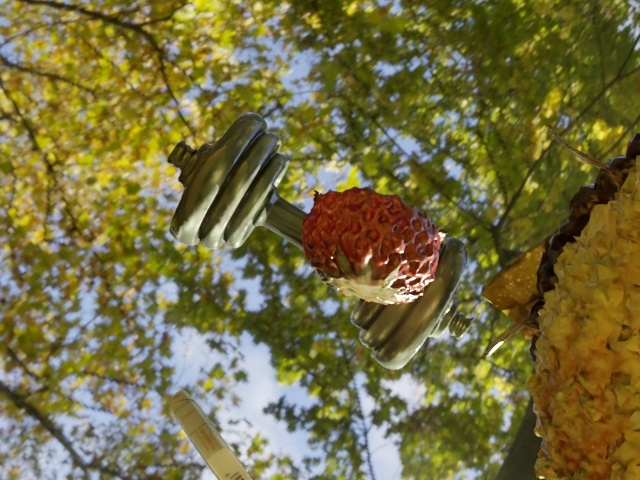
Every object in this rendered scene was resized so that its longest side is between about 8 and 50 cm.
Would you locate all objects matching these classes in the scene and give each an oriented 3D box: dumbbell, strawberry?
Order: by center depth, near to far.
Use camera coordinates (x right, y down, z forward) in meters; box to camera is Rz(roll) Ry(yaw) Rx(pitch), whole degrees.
[{"bbox_3d":[0.045,0.009,0.952,0.145,0.086,0.145,17,-17,5],"label":"strawberry"},{"bbox_3d":[0.000,0.000,1.163,0.406,0.179,0.179,31,-55,-1],"label":"dumbbell"}]

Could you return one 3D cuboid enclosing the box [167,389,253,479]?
[{"bbox_3d":[-0.106,0.243,1.082,0.122,0.032,0.220,56,-12,-17],"label":"box"}]

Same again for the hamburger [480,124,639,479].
[{"bbox_3d":[0.182,0.047,0.371,0.262,0.138,0.243,51,-59,10],"label":"hamburger"}]
